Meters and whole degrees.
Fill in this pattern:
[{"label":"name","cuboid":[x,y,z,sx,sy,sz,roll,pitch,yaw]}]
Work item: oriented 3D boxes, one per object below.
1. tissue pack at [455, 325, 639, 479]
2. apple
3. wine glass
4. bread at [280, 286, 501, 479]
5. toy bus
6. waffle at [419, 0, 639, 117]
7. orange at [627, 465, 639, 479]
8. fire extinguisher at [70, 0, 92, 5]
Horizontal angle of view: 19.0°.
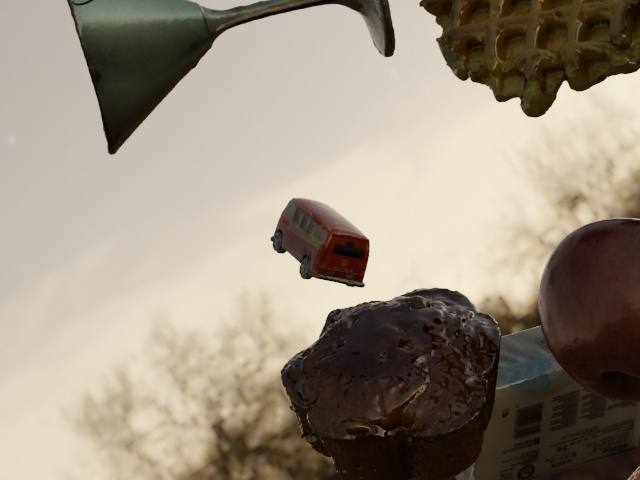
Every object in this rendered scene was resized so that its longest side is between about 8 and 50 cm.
[{"label":"tissue pack","cuboid":[0.245,0.173,2.216,0.229,0.145,0.159,-14,-54,-22]},{"label":"apple","cuboid":[0.240,0.058,1.455,0.153,0.153,0.120,133,156,-60]},{"label":"wine glass","cuboid":[-0.122,-0.290,2.526,0.406,0.267,0.267,-15,-11,-7]},{"label":"bread","cuboid":[0.076,0.147,1.998,0.232,0.135,0.246,-2,36,11]},{"label":"toy bus","cuboid":[0.000,0.000,2.378,0.079,0.077,0.174,11,14,-24]},{"label":"waffle","cuboid":[0.253,-0.270,1.931,0.312,0.307,0.060,-33,-42,5]},{"label":"orange","cuboid":[0.420,0.328,2.313,0.118,0.135,0.135,1,-25,-28]},{"label":"fire extinguisher","cuboid":[-0.260,-0.287,2.166,0.083,0.038,0.025,-12,-26,40]}]
